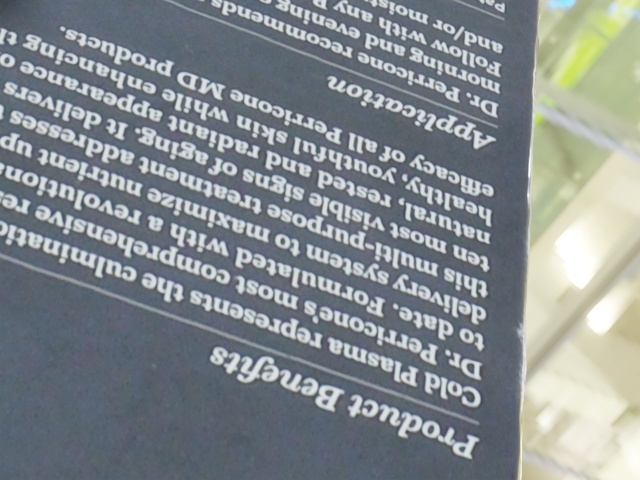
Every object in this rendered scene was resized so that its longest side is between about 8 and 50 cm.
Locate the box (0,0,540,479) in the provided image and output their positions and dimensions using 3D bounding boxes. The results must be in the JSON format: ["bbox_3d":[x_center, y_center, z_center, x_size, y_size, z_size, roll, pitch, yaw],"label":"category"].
[{"bbox_3d":[-0.129,0.124,0.839,0.297,0.480,0.472,21,-135,-10],"label":"box"}]
